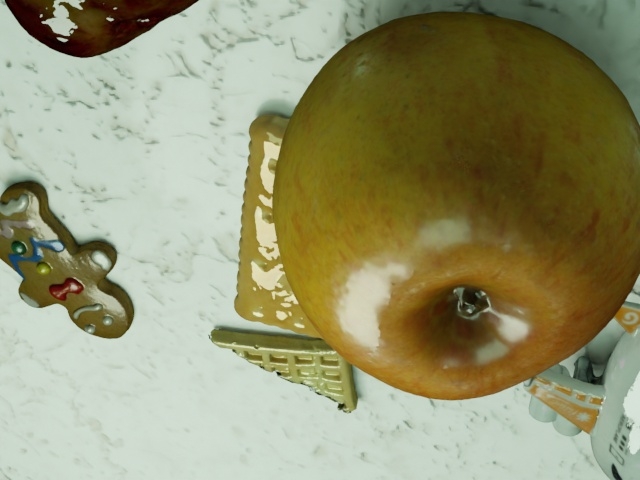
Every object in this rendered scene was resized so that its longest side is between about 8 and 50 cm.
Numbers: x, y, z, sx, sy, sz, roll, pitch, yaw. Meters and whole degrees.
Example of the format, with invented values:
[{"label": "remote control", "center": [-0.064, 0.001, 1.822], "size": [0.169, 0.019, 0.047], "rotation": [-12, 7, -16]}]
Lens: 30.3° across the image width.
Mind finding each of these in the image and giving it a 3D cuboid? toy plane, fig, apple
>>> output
[{"label": "toy plane", "center": [0.307, 0.147, 1.080], "size": [0.244, 0.117, 0.245], "rotation": [7, 130, 9]}, {"label": "fig", "center": [-0.190, -0.274, 0.873], "size": [0.170, 0.145, 0.274], "rotation": [-16, 110, 26]}, {"label": "apple", "center": [0.103, -0.020, 0.886], "size": [0.298, 0.275, 0.299], "rotation": [0, 122, 0]}]

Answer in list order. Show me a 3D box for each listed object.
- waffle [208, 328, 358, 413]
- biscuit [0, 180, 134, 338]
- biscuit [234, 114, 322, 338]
[{"label": "waffle", "center": [-0.039, 0.136, 1.237], "size": [0.152, 0.023, 0.098], "rotation": [4, 129, 12]}, {"label": "biscuit", "center": [-0.271, 0.031, 1.217], "size": [0.138, 0.031, 0.205], "rotation": [-23, 121, 31]}, {"label": "biscuit", "center": [0.000, 0.001, 1.105], "size": [0.160, 0.030, 0.250], "rotation": [14, 132, 5]}]
